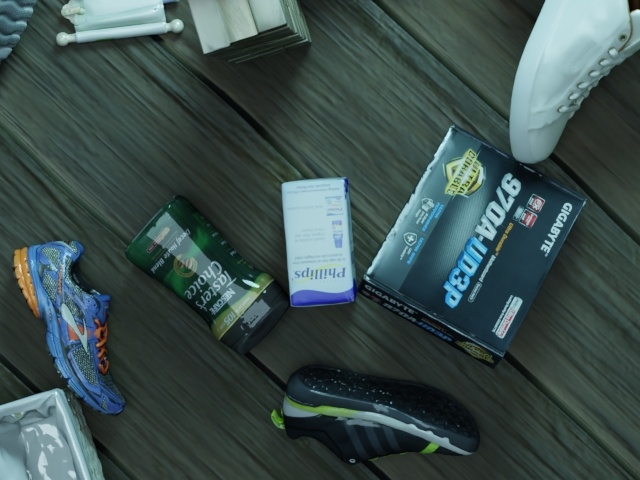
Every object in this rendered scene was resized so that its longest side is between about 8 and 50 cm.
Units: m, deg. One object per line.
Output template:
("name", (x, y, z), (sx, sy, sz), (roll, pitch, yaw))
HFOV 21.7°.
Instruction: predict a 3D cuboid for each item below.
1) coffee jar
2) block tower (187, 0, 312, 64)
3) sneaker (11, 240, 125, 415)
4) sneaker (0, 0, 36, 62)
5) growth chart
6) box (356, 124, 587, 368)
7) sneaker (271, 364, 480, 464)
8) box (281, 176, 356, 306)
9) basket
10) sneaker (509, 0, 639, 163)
("coffee jar", (-0.125, 0.041, 1.890), (0.184, 0.079, 0.096), (41, 95, 1))
("block tower", (-0.075, -0.243, 1.745), (0.091, 0.335, 0.097), (-17, 91, 5))
("sneaker", (-0.273, 0.098, 1.906), (0.087, 0.083, 0.221), (-25, 92, 0))
("sneaker", (-0.431, -0.203, 1.912), (0.115, 0.105, 0.281), (38, 98, 32))
("growth chart", (-0.221, -0.343, 1.911), (0.172, 0.021, 0.237), (0, 92, 4))
("box", (0.167, 0.005, 1.835), (0.175, 0.051, 0.220), (30, 67, 4))
("sneaker", (0.063, 0.211, 1.897), (0.235, 0.084, 0.097), (16, 117, 5))
("box", (0.000, 0.000, 1.855), (0.072, 0.126, 0.137), (-4, 93, 3))
("basket", (-0.313, 0.256, 1.902), (0.113, 0.103, 0.167), (-18, 92, 5))
("sneaker", (0.291, -0.203, 1.784), (0.123, 0.106, 0.290), (25, 111, 21))
